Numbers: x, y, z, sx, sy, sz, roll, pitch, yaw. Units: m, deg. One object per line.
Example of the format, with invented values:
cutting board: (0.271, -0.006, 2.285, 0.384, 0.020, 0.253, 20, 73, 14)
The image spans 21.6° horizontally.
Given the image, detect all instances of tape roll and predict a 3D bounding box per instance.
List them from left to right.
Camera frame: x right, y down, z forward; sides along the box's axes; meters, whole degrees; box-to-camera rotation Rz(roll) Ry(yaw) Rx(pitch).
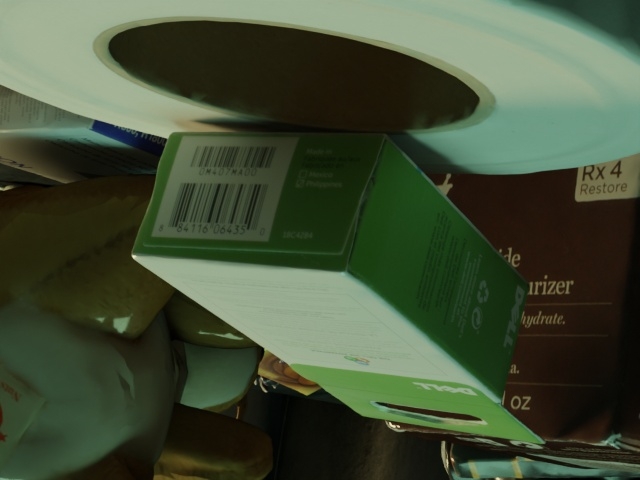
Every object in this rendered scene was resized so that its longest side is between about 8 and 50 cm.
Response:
tape roll: (-0.003, -0.104, 0.623, 0.286, 0.100, 0.286, 9, 171, 1)

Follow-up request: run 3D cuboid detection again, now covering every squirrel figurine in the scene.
squirrel figurine: (-0.218, 0.085, 1.234, 0.397, 0.281, 0.370, -3, -173, 7)

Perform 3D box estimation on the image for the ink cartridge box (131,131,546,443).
ink cartridge box: (0.022, 0.024, 0.754, 0.109, 0.062, 0.209, 4, 158, 33)

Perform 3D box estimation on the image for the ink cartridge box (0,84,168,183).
ink cartridge box: (-0.108, -0.062, 1.118, 0.224, 0.045, 0.223, 0, 168, 39)

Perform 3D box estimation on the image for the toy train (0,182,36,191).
toy train: (-0.193, 0.035, 1.469, 0.248, 0.143, 0.105, 9, 170, -4)

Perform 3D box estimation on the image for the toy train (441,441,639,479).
toy train: (0.229, 0.104, 1.069, 0.334, 0.142, 0.190, -2, 133, 21)

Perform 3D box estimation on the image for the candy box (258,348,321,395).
candy box: (0.023, 0.067, 1.492, 0.187, 0.053, 0.109, -31, 144, 26)

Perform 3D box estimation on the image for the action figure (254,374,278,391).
action figure: (-0.071, 0.071, 1.680, 0.285, 0.099, 0.185, -13, 140, 44)

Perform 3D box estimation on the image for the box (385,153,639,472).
box: (0.159, 0.019, 0.896, 0.167, 0.203, 0.168, 16, 168, -37)
